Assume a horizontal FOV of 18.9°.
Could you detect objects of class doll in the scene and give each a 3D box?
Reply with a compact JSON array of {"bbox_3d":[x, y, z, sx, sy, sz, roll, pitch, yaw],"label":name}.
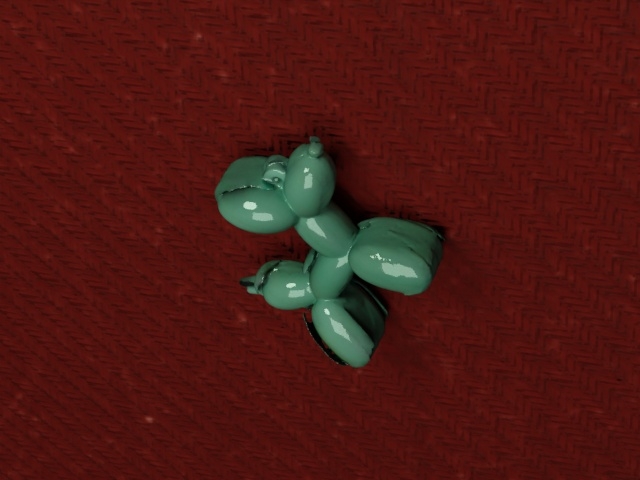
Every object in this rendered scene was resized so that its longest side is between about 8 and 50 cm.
[{"bbox_3d":[0.000,0.000,1.308,0.158,0.059,0.159,26,135,0],"label":"doll"}]
